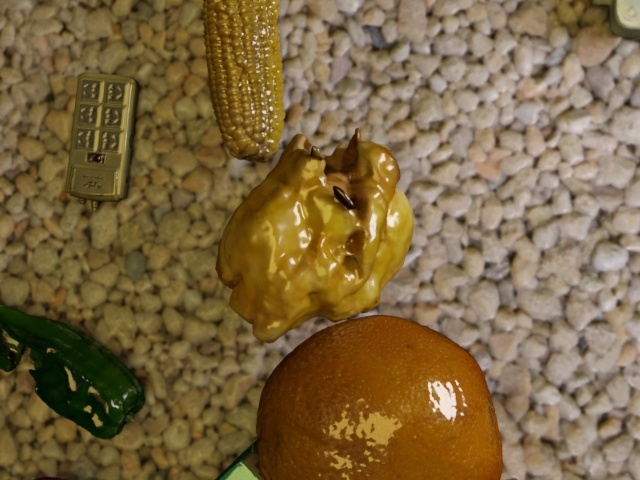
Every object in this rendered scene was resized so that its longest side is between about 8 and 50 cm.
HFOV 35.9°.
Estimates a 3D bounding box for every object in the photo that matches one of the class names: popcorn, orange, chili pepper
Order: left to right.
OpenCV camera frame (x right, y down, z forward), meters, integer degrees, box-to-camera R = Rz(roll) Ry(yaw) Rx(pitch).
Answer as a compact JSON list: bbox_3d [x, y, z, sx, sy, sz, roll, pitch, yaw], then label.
[{"bbox_3d":[-0.327,0.146,1.185,0.253,0.083,0.099,27,102,11],"label":"chili pepper"},{"bbox_3d":[0.001,-0.002,1.087,0.190,0.191,0.253,34,88,-3],"label":"popcorn"},{"bbox_3d":[0.059,0.205,1.042,0.264,0.264,0.264,0,89,8],"label":"orange"}]

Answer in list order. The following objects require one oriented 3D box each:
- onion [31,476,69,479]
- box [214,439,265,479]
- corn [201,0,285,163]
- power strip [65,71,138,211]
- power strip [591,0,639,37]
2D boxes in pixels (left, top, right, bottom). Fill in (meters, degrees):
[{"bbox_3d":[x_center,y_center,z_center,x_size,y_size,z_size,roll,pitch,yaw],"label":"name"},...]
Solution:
[{"bbox_3d":[-0.318,0.361,1.130,0.153,0.177,0.177,18,92,-25],"label":"onion"},{"bbox_3d":[-0.118,0.411,1.131,0.311,0.118,0.205,-44,83,5],"label":"box"},{"bbox_3d":[-0.089,-0.233,1.144,0.101,0.101,0.291,-8,87,8],"label":"corn"},{"bbox_3d":[-0.267,-0.119,1.204,0.076,0.028,0.169,6,90,7],"label":"power strip"},{"bbox_3d":[0.493,-0.272,1.082,0.385,0.062,0.091,0,90,7],"label":"power strip"}]
